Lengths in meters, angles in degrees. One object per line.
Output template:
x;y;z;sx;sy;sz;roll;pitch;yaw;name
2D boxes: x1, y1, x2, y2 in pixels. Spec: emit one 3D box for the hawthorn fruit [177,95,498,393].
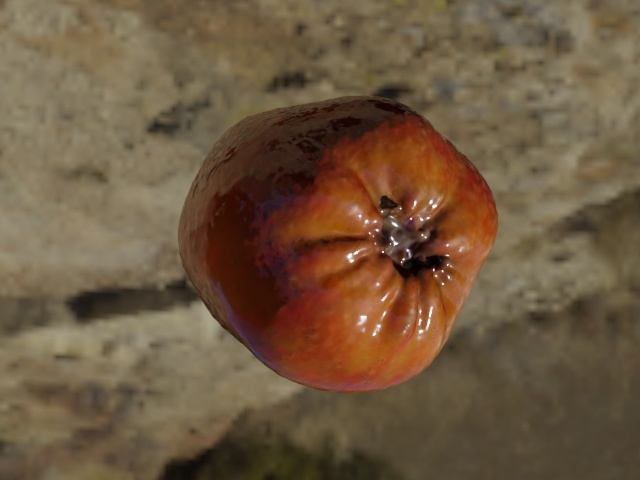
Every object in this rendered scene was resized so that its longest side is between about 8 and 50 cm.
0.000;0.000;0.849;0.133;0.133;0.138;14;175;-33;hawthorn fruit
